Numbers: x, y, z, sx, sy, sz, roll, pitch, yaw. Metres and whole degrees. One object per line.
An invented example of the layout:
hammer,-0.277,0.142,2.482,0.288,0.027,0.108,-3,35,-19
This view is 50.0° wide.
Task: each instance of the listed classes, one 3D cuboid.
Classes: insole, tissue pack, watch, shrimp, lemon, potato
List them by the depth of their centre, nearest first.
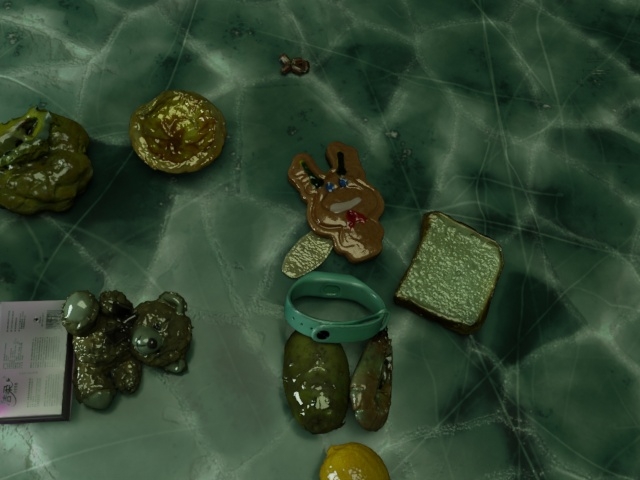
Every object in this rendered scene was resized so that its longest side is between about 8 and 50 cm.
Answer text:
lemon,0.075,0.503,1.411,0.142,0.142,0.187,-26,77,-17
tissue pack,-0.601,0.254,1.442,0.149,0.092,0.246,0,68,-9
potato,-0.009,0.299,1.501,0.150,0.113,0.251,-10,57,-5
shrimp,0.126,0.299,1.528,0.145,0.061,0.267,47,36,-32
watch,0.037,0.148,1.543,0.237,0.068,0.195,7,33,-14
insole,0.000,0.000,1.677,0.081,0.011,0.248,38,67,9

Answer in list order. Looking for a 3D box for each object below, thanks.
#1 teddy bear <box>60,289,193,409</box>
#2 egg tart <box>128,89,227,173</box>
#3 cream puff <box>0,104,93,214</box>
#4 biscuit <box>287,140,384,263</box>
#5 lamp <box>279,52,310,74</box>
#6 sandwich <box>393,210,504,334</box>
teddy bear,-0.399,0.210,1.458,0.256,0.156,0.267,-3,108,-9
egg tart,-0.348,-0.260,1.685,0.241,0.106,0.240,4,68,-10
cream puff,-0.661,-0.190,1.570,0.282,0.185,0.281,4,69,-10
biscuit,0.052,-0.097,1.697,0.202,0.047,0.333,-18,69,-15
lamp,-0.070,-0.475,1.855,0.083,0.031,0.063,0,69,-12
sandwich,0.312,0.080,1.648,0.226,0.087,0.251,23,69,4
